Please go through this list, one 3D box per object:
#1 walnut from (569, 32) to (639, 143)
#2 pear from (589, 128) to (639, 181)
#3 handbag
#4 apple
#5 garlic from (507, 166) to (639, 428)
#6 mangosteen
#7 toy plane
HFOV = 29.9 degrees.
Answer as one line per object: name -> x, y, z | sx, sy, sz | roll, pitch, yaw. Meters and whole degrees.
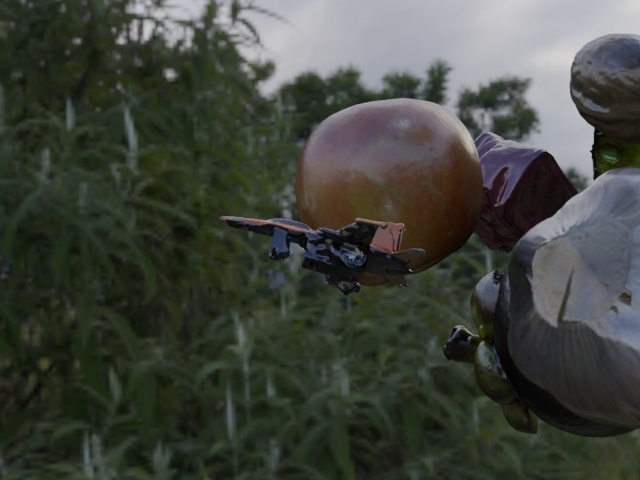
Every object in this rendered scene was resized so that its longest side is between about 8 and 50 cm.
walnut -> 0.396, -0.198, 1.550 | 0.140, 0.140, 0.162 | 0, 32, -16
pear -> 0.609, -0.219, 2.104 | 0.255, 0.238, 0.164 | 5, 32, 22
handbag -> 0.307, -0.063, 1.879 | 0.135, 0.146, 0.225 | 22, -13, 41
apple -> 0.091, -0.055, 1.521 | 0.254, 0.253, 0.253 | -3, -12, -1
garlic -> 0.369, 0.085, 1.423 | 0.317, 0.317, 0.259 | -14, -22, 41
mangosteen -> 0.371, 0.139, 1.711 | 0.330, 0.330, 0.330 | -3, -12, -1
toy plane -> -0.001, 0.010, 1.113 | 0.188, 0.062, 0.135 | 5, -30, -11
